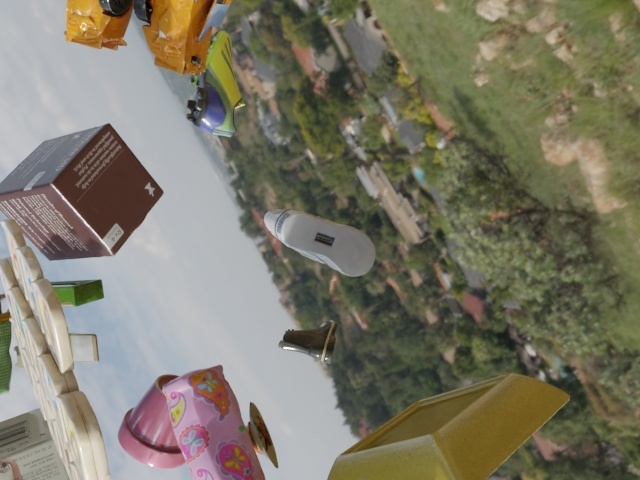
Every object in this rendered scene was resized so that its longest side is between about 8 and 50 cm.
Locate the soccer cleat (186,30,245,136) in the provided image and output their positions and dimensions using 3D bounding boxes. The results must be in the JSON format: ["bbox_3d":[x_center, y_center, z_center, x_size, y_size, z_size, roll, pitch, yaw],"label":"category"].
[{"bbox_3d":[-0.223,-0.346,1.551,0.121,0.093,0.289,23,-129,-28],"label":"soccer cleat"}]

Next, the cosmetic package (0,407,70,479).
[{"bbox_3d":[-0.466,0.449,1.157,0.153,0.129,0.296,17,122,63],"label":"cosmetic package"}]

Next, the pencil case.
[{"bbox_3d":[-0.178,0.363,1.219,0.124,0.124,0.284,86,160,-78],"label":"pencil case"}]

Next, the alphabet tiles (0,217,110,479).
[{"bbox_3d":[-0.242,0.133,0.627,0.284,0.021,0.278,39,136,46],"label":"alphabet tiles"}]

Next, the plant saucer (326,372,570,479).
[{"bbox_3d":[0.186,0.319,1.134,0.333,0.333,0.081,-31,82,46],"label":"plant saucer"}]

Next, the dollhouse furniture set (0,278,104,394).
[{"bbox_3d":[-0.563,0.196,1.344,0.301,0.151,0.197,-20,-73,-72],"label":"dollhouse furniture set"}]

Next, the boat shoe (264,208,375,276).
[{"bbox_3d":[0.000,0.000,1.390,0.268,0.096,0.088,17,-174,-41],"label":"boat shoe"}]

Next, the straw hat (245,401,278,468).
[{"bbox_3d":[-0.134,0.381,1.328,0.144,0.061,0.144,157,90,-88],"label":"straw hat"}]

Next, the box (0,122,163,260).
[{"bbox_3d":[-0.431,-0.081,1.239,0.203,0.168,0.167,-5,131,37],"label":"box"}]

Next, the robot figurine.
[{"bbox_3d":[-0.155,-0.319,0.665,0.211,0.291,0.085,19,-162,14],"label":"robot figurine"}]

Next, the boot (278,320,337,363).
[{"bbox_3d":[-0.031,0.242,1.798,0.198,0.137,0.076,-79,3,-80],"label":"boot"}]

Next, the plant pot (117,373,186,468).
[{"bbox_3d":[-0.400,0.458,1.809,0.201,0.180,0.201,24,-166,-7],"label":"plant pot"}]
